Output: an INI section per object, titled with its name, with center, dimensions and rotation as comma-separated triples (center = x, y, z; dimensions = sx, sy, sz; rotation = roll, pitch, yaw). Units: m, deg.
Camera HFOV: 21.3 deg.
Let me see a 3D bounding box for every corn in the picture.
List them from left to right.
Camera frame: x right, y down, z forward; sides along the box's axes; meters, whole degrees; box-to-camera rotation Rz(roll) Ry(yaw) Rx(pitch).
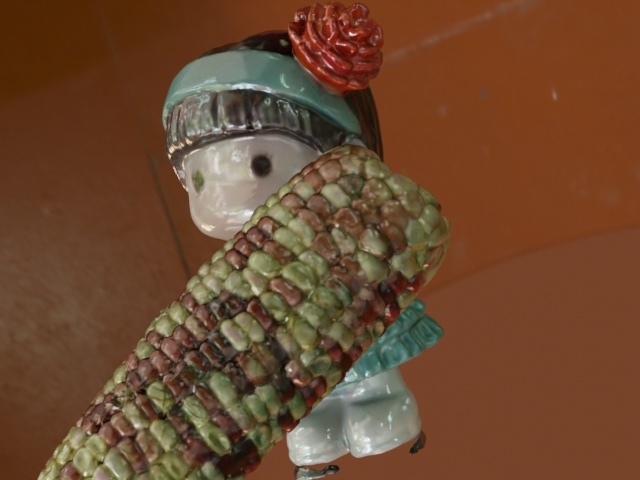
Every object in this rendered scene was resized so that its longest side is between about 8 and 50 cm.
[corn]
center = -0.042, 0.061, 0.793
dimensions = 0.086, 0.086, 0.253
rotation = 38, 80, 24

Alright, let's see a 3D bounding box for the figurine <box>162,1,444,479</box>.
[figurine]
center = 0.000, 0.000, 0.922
dimensions = 0.138, 0.110, 0.245
rotation = -13, 97, 23
